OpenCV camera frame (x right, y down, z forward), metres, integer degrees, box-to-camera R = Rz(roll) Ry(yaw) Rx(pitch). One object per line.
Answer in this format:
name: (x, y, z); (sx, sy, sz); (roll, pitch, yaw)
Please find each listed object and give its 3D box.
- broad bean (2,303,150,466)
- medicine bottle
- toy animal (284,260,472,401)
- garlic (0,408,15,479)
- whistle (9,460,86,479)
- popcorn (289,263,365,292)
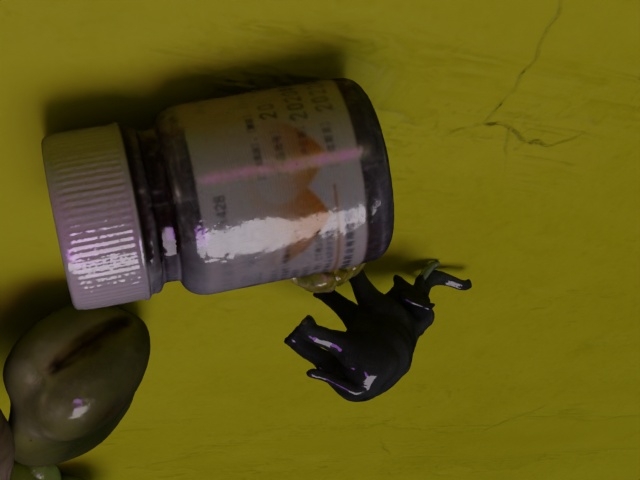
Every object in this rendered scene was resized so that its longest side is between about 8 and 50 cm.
broad bean: (-0.257, 0.151, 1.288); (0.189, 0.121, 0.263); (-45, 175, -26)
medicine bottle: (-0.086, -0.038, 1.037); (0.273, 0.165, 0.165); (-12, 149, -11)
toy animal: (0.059, 0.077, 1.337); (0.269, 0.137, 0.082); (-45, 172, -47)
garlic: (-0.432, 0.214, 1.140); (0.317, 0.317, 0.259); (-4, -170, -21)
whistle: (-0.366, 0.345, 1.537); (0.141, 0.141, 0.294); (-26, 148, 14)
popcorn: (0.002, 0.000, 1.227); (0.109, 0.089, 0.097); (-4, 112, -37)
